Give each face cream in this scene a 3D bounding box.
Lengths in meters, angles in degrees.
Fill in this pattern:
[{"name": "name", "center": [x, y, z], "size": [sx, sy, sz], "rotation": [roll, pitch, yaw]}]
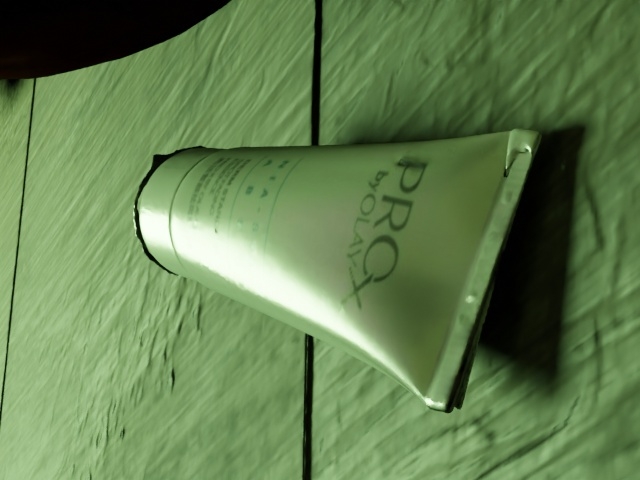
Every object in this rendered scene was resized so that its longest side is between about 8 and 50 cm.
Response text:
[{"name": "face cream", "center": [0.000, 0.000, 0.667], "size": [0.244, 0.058, 0.092], "rotation": [10, 83, 63]}]

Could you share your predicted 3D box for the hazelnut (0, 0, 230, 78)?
[{"name": "hazelnut", "center": [-0.177, -0.273, 0.746], "size": [0.402, 0.429, 0.402], "rotation": [-29, 57, 57]}]
